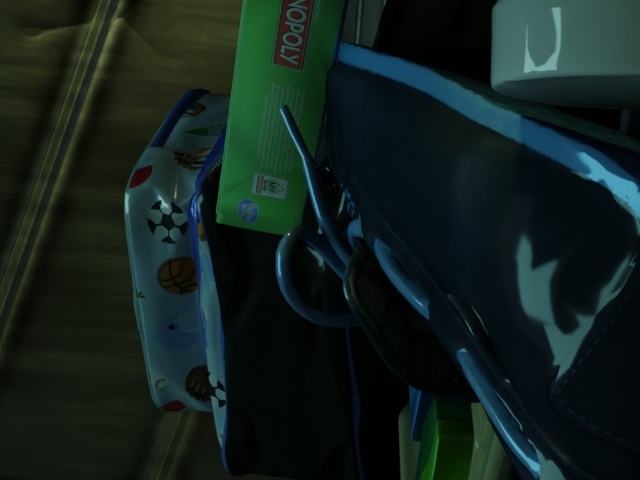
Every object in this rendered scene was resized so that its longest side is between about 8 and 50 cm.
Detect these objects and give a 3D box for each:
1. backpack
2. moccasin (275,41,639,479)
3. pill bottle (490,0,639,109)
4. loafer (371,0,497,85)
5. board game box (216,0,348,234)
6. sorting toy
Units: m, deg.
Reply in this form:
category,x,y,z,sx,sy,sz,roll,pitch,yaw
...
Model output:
category,x,y,z,sx,sy,sz,roll,pitch,yaw
backpack,0.000,0.000,1.039,0.263,0.213,0.276,-56,-25,-48
moccasin,0.048,0.002,0.576,0.342,0.138,0.116,-117,46,-78
pill bottle,0.091,-0.136,0.443,0.108,0.108,0.193,149,124,-86
loafer,0.079,-0.108,0.837,0.302,0.095,0.109,-86,14,-84
board game box,0.005,-0.176,0.720,0.317,0.046,0.213,103,177,-56
sorting toy,0.072,0.078,0.762,0.307,0.041,0.229,-87,11,-60
